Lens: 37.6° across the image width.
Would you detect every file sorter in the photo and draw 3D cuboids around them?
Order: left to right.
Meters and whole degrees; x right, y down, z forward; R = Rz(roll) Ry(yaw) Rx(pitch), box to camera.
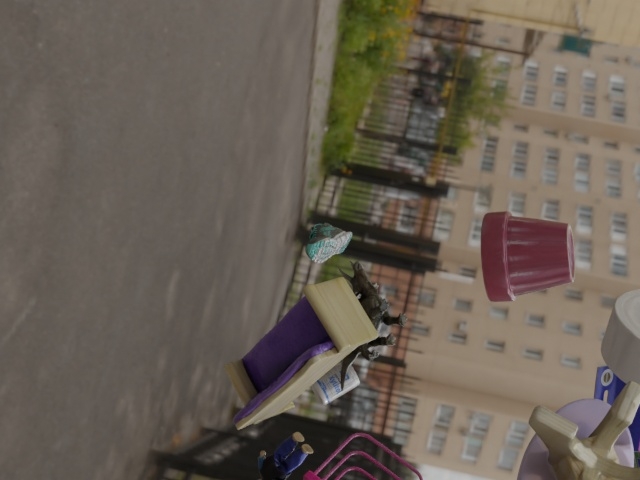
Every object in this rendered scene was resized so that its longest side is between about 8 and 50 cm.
[{"bbox_3d":[0.088,0.586,2.012,0.182,0.202,0.290,-36,148,-35],"label":"file sorter"}]

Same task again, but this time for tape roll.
[{"bbox_3d":[0.678,0.200,1.759,0.286,0.286,0.100,-67,167,-64],"label":"tape roll"}]

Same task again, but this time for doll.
[{"bbox_3d":[-0.101,0.569,2.347,0.189,0.129,0.046,-47,158,18],"label":"doll"}]

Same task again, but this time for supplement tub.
[{"bbox_3d":[0.036,0.356,2.351,0.071,0.107,0.071,55,-14,21],"label":"supplement tub"}]

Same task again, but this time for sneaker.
[{"bbox_3d":[0.000,0.000,2.001,0.166,0.076,0.065,-17,137,-63],"label":"sneaker"}]

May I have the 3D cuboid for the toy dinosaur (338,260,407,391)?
[{"bbox_3d":[0.105,0.213,2.269,0.160,0.121,0.313,4,-102,53],"label":"toy dinosaur"}]

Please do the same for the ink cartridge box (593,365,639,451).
[{"bbox_3d":[0.718,0.338,1.975,0.069,0.371,0.175,16,-76,58],"label":"ink cartridge box"}]

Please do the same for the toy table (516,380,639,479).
[{"bbox_3d":[0.428,0.358,1.486,0.161,0.252,0.274,104,5,-63],"label":"toy table"}]

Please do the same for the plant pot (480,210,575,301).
[{"bbox_3d":[0.456,0.032,2.050,0.201,0.180,0.201,-4,90,-69],"label":"plant pot"}]

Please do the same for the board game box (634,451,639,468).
[{"bbox_3d":[0.713,0.541,2.086,0.317,0.046,0.213,-168,-115,-74],"label":"board game box"}]

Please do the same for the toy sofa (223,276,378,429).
[{"bbox_3d":[-0.067,0.237,1.941,0.177,0.150,0.362,-13,156,-44],"label":"toy sofa"}]
